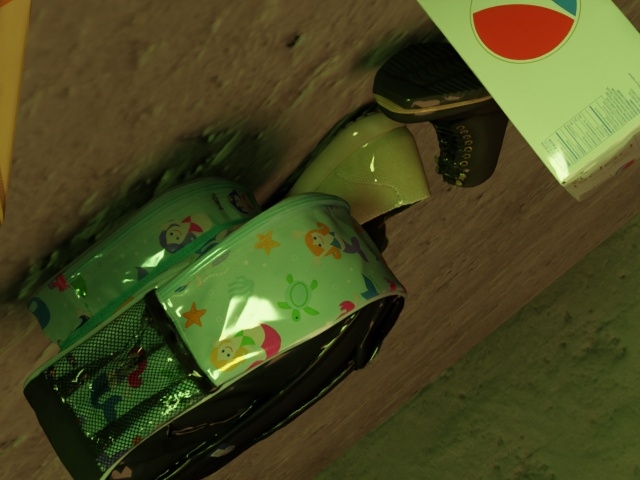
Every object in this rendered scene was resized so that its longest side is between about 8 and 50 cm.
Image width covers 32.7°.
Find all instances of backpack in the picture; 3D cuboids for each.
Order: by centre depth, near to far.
[{"bbox_3d":[-0.069,0.061,0.808,0.253,0.191,0.225,-31,168,13],"label":"backpack"}]

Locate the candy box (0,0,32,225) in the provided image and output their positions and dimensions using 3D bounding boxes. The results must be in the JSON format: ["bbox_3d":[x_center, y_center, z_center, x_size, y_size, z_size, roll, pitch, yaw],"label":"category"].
[{"bbox_3d":[-0.185,-0.082,0.329,0.183,0.087,0.316,-26,161,-31],"label":"candy box"}]

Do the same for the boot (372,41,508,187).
[{"bbox_3d":[0.106,-0.087,0.879,0.198,0.077,0.137,-20,137,-42],"label":"boot"}]

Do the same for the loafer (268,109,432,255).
[{"bbox_3d":[0.000,0.000,0.959,0.102,0.092,0.268,-18,156,-46],"label":"loafer"}]

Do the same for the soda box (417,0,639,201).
[{"bbox_3d":[0.083,-0.125,0.531,0.069,0.216,0.074,-38,164,13],"label":"soda box"}]
